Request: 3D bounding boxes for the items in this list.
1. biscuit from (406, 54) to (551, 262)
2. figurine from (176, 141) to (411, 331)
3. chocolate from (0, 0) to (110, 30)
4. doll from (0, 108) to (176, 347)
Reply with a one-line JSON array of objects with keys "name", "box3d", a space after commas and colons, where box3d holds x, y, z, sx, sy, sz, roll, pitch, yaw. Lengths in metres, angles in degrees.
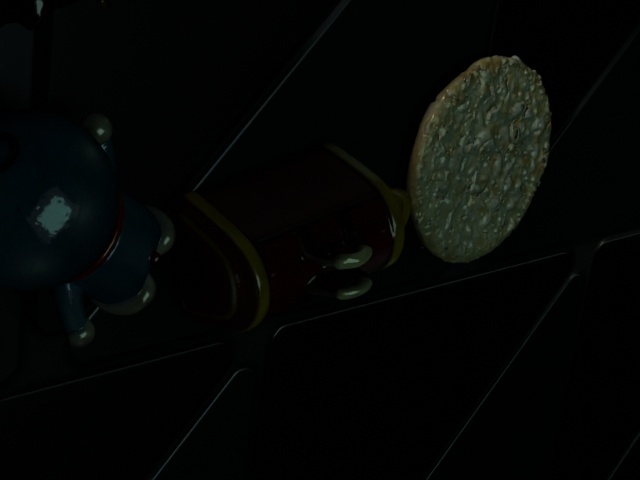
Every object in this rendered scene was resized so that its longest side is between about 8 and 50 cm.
[{"name": "biscuit", "box3d": [0.111, -0.056, 0.939, 0.152, 0.020, 0.152, -21, 122, -38]}, {"name": "figurine", "box3d": [0.001, 0.001, 0.798, 0.154, 0.098, 0.082, -21, 120, -35]}, {"name": "chocolate", "box3d": [-0.129, -0.151, 0.562, 0.156, 0.133, 0.156, -24, 125, -39]}, {"name": "doll", "box3d": [-0.131, -0.012, 0.671, 0.152, 0.085, 0.114, 35, 68, -59]}]
